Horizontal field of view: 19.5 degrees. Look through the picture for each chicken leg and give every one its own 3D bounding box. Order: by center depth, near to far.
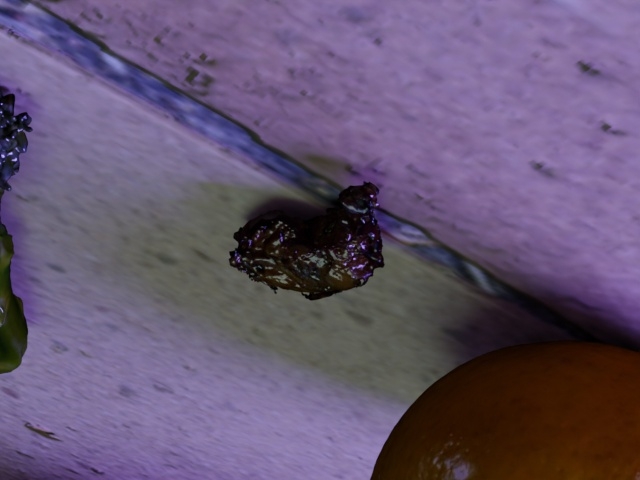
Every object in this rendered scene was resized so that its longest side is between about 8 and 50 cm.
[{"bbox_3d":[0.000,0.001,0.603,0.036,0.021,0.083,44,147,-21],"label":"chicken leg"}]

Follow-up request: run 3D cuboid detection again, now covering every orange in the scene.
[{"bbox_3d":[0.090,0.105,0.618,0.156,0.124,0.156,20,158,8],"label":"orange"}]

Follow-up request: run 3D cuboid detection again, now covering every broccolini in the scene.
[{"bbox_3d":[-0.128,0.014,0.685,0.058,0.067,0.216,55,164,21],"label":"broccolini"}]
